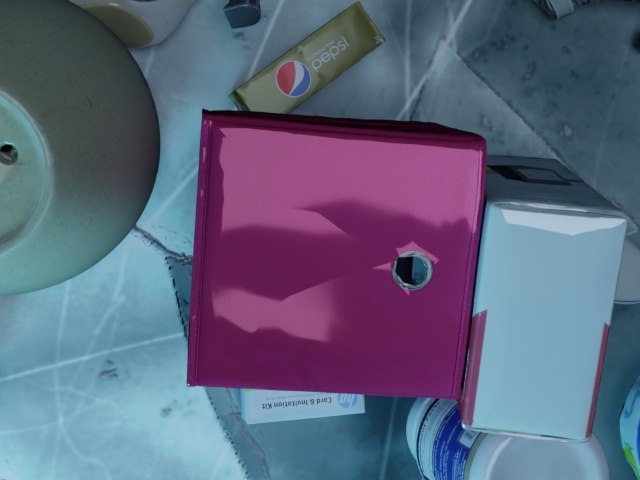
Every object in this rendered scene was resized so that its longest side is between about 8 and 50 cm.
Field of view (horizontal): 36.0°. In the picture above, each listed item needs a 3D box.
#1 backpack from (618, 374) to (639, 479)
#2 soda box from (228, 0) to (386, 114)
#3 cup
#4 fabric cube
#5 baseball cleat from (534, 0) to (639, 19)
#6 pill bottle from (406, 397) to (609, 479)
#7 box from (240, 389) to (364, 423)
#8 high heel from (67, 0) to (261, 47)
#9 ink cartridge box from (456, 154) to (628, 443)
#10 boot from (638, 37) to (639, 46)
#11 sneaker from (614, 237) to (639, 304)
[{"bbox_3d":[0.544,0.280,1.226,0.290,0.273,0.355,-41,89,-3],"label":"backpack"},{"bbox_3d":[-0.016,-0.200,1.143,0.181,0.061,0.058,-38,100,-9],"label":"soda box"},{"bbox_3d":[-0.324,-0.082,0.950,0.331,0.237,0.331,-2,103,-8],"label":"cup"},{"bbox_3d":[0.000,0.000,1.000,0.258,0.259,0.254,4,99,-8],"label":"fabric cube"},{"bbox_3d":[0.342,-0.316,1.236,0.205,0.072,0.109,22,100,-9],"label":"baseball cleat"},{"bbox_3d":[0.195,0.239,1.109,0.153,0.264,0.153,-1,93,-13],"label":"pill bottle"},{"bbox_3d":[-0.025,0.116,1.166,0.145,0.038,0.186,-3,94,-13],"label":"box"},{"bbox_3d":[-0.191,-0.315,1.107,0.261,0.093,0.186,-3,64,3],"label":"high heel"},{"bbox_3d":[0.205,0.043,1.028,0.131,0.306,0.226,4,103,0],"label":"ink cartridge box"},{"bbox_3d":[0.507,-0.300,1.279,0.219,0.082,0.106,-6,72,-10],"label":"boot"},{"bbox_3d":[0.322,0.001,1.220,0.258,0.091,0.094,32,84,-13],"label":"sneaker"}]
